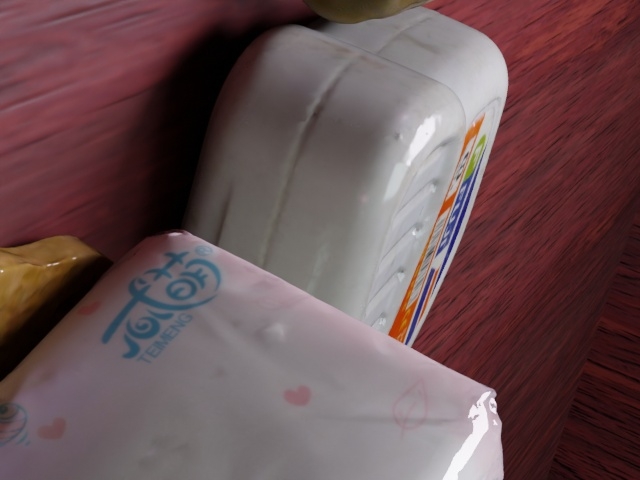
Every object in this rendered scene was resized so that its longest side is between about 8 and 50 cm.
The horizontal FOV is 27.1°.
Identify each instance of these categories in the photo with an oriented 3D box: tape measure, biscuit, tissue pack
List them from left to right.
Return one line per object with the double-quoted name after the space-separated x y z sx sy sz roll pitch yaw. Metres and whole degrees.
-0.146 0.066 0.587 0.220 0.029 0.142 -18 128 -64 "biscuit"
-0.069 0.139 0.530 0.271 0.201 0.124 -49 160 -39 "tissue pack"
0.000 0.000 0.759 0.265 0.130 0.258 -43 152 -60 "tape measure"

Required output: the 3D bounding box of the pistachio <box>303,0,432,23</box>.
0.039 -0.197 0.688 0.108 0.126 0.185 5 -108 66 "pistachio"
